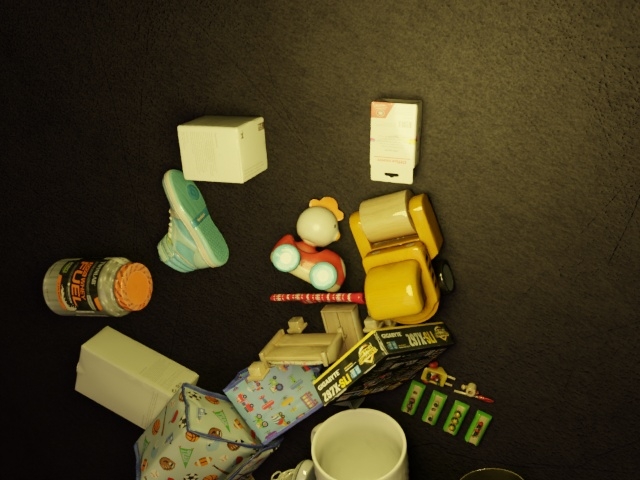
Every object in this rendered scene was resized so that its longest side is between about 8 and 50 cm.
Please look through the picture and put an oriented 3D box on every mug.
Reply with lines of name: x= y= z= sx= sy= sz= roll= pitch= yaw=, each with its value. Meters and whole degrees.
mug: x=0.099 y=0.702 z=1.923 sx=0.374 sy=0.276 sz=0.328 roll=28 pitch=137 yaw=44

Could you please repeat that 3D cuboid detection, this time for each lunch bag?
lunch bag: x=-0.117 y=0.463 z=1.980 sx=0.293 sy=0.138 sz=0.221 roll=-35 pitch=93 yaw=21
lunch bag: x=-0.355 y=0.688 z=2.053 sx=0.385 sy=0.239 sz=0.328 roll=28 pitch=114 yaw=-33

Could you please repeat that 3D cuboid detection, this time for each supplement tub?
supplement tub: x=-0.718 y=0.150 z=2.047 sx=0.316 sy=0.193 sz=0.194 roll=-3 pitch=110 yaw=23

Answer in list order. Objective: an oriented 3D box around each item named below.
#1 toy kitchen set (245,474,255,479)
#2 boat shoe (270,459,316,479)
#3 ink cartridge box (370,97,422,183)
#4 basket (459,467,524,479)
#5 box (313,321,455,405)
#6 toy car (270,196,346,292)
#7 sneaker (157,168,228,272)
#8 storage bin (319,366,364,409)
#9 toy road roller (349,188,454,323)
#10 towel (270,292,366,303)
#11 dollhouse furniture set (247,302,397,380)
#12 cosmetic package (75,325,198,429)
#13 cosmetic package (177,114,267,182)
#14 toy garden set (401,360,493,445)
toy kitchen set: x=-0.280 y=0.882 z=2.248 sx=0.083 sy=0.068 sz=0.075 roll=-22 pitch=102 yaw=29
boat shoe: x=-0.106 y=0.836 z=2.121 sx=0.156 sy=0.136 sz=0.367 roll=24 pitch=134 yaw=19
ink cartridge box: x=0.187 y=-0.248 z=1.572 sx=0.115 sy=0.067 sz=0.198 roll=8 pitch=113 yaw=20
basket: x=0.526 y=0.805 z=1.836 sx=0.204 sy=0.154 sz=0.227 roll=-9 pitch=112 yaw=35
box: x=0.175 y=0.324 z=1.680 sx=0.257 sy=0.322 sz=0.079 roll=-46 pitch=59 yaw=32
toy car: x=0.000 y=0.000 z=1.712 sx=0.210 sy=0.219 sz=0.238 roll=26 pitch=88 yaw=5
sneaker: x=-0.432 y=-0.040 z=1.887 sx=0.208 sy=0.127 sz=0.319 roll=-19 pitch=102 yaw=27
storage bin: x=0.059 y=0.443 z=1.911 sx=0.091 sy=0.098 sz=0.135 roll=-14 pitch=106 yaw=38
toy road roller: x=0.196 y=0.058 z=1.598 sx=0.202 sy=0.240 sz=0.330 roll=-14 pitch=106 yaw=27
towel: x=0.027 y=0.161 z=1.742 sx=0.274 sy=0.199 sz=0.031 roll=-3 pitch=83 yaw=26
dollhouse furniture set: x=0.028 y=0.328 z=1.714 sx=0.303 sy=0.355 sz=0.174 roll=-6 pitch=110 yaw=27
cosmetic package: x=-0.641 y=0.489 z=2.184 sx=0.385 sy=0.156 sz=0.217 roll=28 pitch=119 yaw=11
cosmetic package: x=-0.262 y=-0.251 z=1.709 sx=0.183 sy=0.151 sz=0.151 roll=6 pitch=114 yaw=21
toy garden set: x=0.371 y=0.469 z=1.811 sx=0.244 sy=0.049 sz=0.204 roll=22 pitch=118 yaw=13
